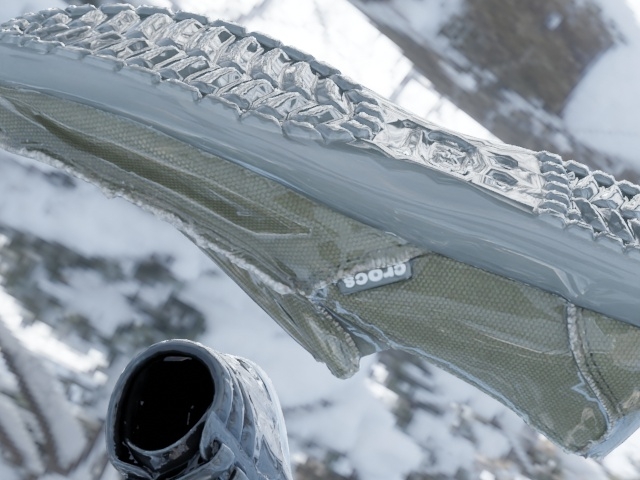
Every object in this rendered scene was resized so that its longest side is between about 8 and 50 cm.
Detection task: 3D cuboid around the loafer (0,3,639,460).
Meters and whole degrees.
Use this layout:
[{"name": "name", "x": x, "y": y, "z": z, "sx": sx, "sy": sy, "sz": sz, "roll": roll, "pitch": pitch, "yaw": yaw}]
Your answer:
[{"name": "loafer", "x": 0.000, "y": 0.000, "z": 0.504, "sx": 0.094, "sy": 0.251, "sz": 0.087, "roll": -46, "pitch": 157, "yaw": -66}]

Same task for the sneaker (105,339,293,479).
[{"name": "sneaker", "x": -0.058, "y": 0.191, "z": 1.015, "sx": 0.104, "sy": 0.147, "sz": 0.296, "roll": -25, "pitch": -116, "yaw": 13}]
